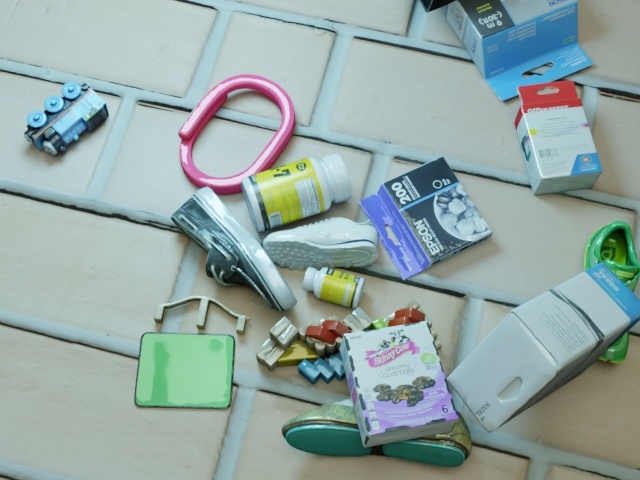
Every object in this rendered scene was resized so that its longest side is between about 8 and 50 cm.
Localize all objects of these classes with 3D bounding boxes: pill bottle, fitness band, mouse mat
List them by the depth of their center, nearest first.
[{"bbox_3d":[-0.264,0.253,1.799,0.189,0.007,0.153,2,66,0],"label":"mouse mat"},{"bbox_3d":[0.025,0.091,1.840,0.116,0.065,0.065,15,67,6],"label":"pill bottle"},{"bbox_3d":[-0.049,-0.102,1.898,0.208,0.119,0.119,-18,67,-9],"label":"pill bottle"},{"bbox_3d":[-0.181,-0.231,1.995,0.209,0.054,0.291,31,70,10],"label":"fitness band"}]

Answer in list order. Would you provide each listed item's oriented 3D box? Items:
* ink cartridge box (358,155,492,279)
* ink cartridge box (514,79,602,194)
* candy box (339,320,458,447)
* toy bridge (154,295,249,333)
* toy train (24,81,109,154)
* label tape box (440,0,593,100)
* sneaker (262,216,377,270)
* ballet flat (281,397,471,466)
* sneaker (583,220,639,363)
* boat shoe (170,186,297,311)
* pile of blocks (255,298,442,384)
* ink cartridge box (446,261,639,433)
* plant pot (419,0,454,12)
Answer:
[{"bbox_3d":[0.215,-0.050,1.916,0.208,0.045,0.206,-26,69,-10],"label":"ink cartridge box"},{"bbox_3d":[0.501,-0.223,1.976,0.134,0.078,0.231,-7,66,-4],"label":"ink cartridge box"},{"bbox_3d":[0.137,0.255,1.652,0.164,0.070,0.196,-9,60,-11],"label":"candy box"},{"bbox_3d":[-0.234,0.144,1.837,0.188,0.026,0.063,7,65,3],"label":"toy bridge"},{"bbox_3d":[-0.550,-0.263,1.993,0.105,0.080,0.184,41,72,10],"label":"toy train"},{"bbox_3d":[0.438,-0.516,2.089,0.249,0.115,0.348,-23,66,-9],"label":"label tape box"},{"bbox_3d":[0.000,0.000,1.881,0.235,0.090,0.095,2,53,-3],"label":"sneaker"},{"bbox_3d":[0.105,0.344,1.709,0.348,0.123,0.123,6,66,2],"label":"ballet flat"},{"bbox_3d":[0.564,0.094,1.808,0.109,0.123,0.296,7,67,3],"label":"sneaker"},{"bbox_3d":[-0.178,0.038,1.849,0.119,0.121,0.335,-39,60,-8],"label":"boat shoe"},{"bbox_3d":[0.056,0.201,1.765,0.362,0.113,0.149,-10,66,-4],"label":"pile of blocks"},{"bbox_3d":[0.406,0.188,1.646,0.307,0.223,0.129,-19,63,-42],"label":"ink cartridge box"},{"bbox_3d":[0.288,-0.638,1.999,0.167,0.187,0.188,-16,66,-19],"label":"plant pot"}]
